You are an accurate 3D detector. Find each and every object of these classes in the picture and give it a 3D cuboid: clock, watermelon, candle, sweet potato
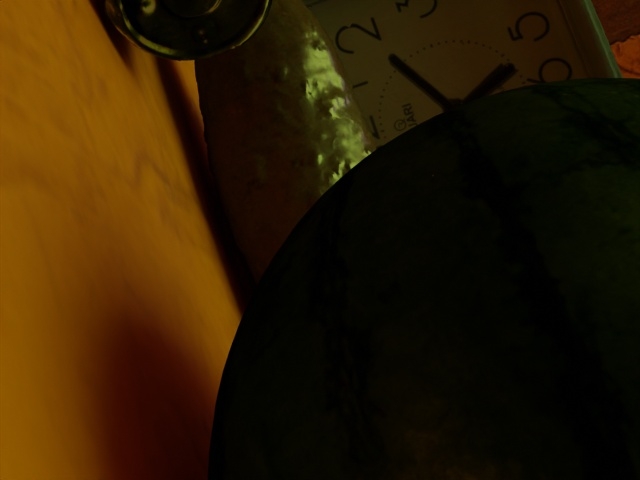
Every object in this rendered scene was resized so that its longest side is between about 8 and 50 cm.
[{"bbox_3d":[0.059,-0.050,0.764,0.073,0.144,0.193,64,7,-66],"label":"clock"},{"bbox_3d":[0.073,0.069,0.382,0.214,0.188,0.188,65,6,23],"label":"watermelon"},{"bbox_3d":[-0.046,-0.109,0.536,0.131,0.052,0.052,-105,171,-50],"label":"candle"},{"bbox_3d":[0.000,0.000,0.549,0.068,0.060,0.206,-1,78,-46],"label":"sweet potato"}]
